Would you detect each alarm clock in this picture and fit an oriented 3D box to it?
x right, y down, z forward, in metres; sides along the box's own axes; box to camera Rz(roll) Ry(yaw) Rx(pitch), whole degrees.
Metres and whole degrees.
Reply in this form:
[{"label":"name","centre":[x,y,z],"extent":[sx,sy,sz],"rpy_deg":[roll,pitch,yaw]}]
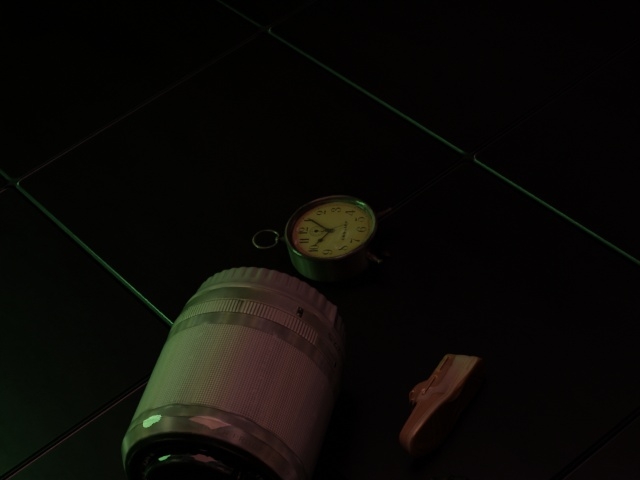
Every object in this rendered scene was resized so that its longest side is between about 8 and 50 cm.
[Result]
[{"label":"alarm clock","centre":[0.000,0.000,2.048],"extent":[0.192,0.064,0.129],"rpy_deg":[2,45,12]}]

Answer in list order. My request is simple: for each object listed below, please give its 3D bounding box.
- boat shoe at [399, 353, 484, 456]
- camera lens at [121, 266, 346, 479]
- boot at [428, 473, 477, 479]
[{"label":"boat shoe","centre":[0.138,0.198,1.813],"extent":[0.059,0.063,0.170],"rpy_deg":[16,41,31]},{"label":"camera lens","centre":[-0.097,0.196,1.752],"extent":[0.219,0.219,0.274],"rpy_deg":[3,45,17]},{"label":"boot","centre":[0.026,0.387,1.579],"extent":[0.348,0.131,0.260],"rpy_deg":[-18,19,31]}]
